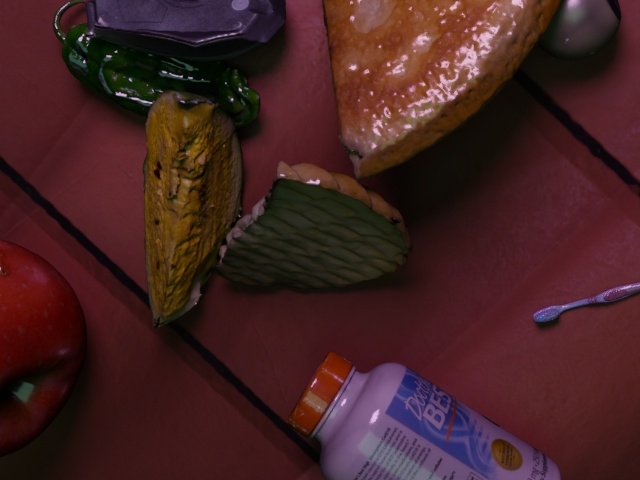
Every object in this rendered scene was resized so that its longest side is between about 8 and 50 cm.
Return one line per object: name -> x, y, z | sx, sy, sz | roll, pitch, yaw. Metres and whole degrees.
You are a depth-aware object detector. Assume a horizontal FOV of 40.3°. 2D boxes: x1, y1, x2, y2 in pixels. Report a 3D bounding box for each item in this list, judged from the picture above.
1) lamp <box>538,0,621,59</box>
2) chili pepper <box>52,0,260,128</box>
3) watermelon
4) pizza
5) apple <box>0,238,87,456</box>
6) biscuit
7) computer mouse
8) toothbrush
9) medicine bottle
lamp -> 0.212, -0.210, 0.869 | 0.163, 0.091, 0.091 | -18, 100, 34
chili pepper -> -0.186, -0.185, 0.972 | 0.257, 0.074, 0.100 | 18, 117, 2
watermelon -> -0.154, -0.044, 0.963 | 0.123, 0.129, 0.301 | 14, 123, 2
pizza -> 0.130, -0.205, 0.813 | 0.258, 0.087, 0.268 | -18, 60, 24
apple -> -0.403, 0.122, 1.008 | 0.216, 0.260, 0.260 | 38, 111, 24
biscuit -> 0.000, 0.000, 0.922 | 0.187, 0.036, 0.273 | 17, 153, -17
computer mouse -> -0.146, -0.245, 0.932 | 0.231, 0.071, 0.126 | 9, 69, 13
toothbrush -> 0.325, 0.057, 0.942 | 0.193, 0.019, 0.013 | -19, 99, 16
medicine bottle -> 0.107, 0.239, 0.969 | 0.289, 0.157, 0.157 | 32, 110, 3
